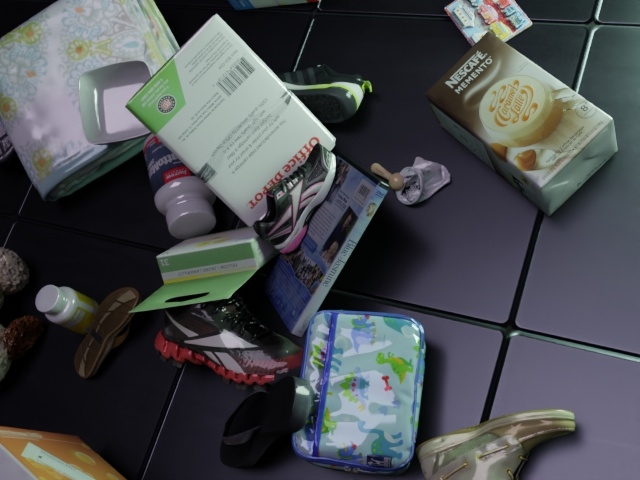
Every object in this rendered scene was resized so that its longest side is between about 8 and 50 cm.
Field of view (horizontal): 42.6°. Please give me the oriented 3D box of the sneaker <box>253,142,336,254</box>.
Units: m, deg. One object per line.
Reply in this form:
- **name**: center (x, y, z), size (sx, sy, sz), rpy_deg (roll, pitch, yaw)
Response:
- **sneaker**: center (-0.041, -0.071, 1.247), size (0.072, 0.077, 0.178), rpy_deg (16, 80, 64)

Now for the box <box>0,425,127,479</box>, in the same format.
- **box**: center (-0.333, 0.420, 1.117), size (0.345, 0.215, 0.168), rpy_deg (29, 86, 28)

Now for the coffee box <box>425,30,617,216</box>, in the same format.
- **coffee box**: center (0.290, -0.174, 1.205), size (0.141, 0.098, 0.246), rpy_deg (-44, 58, 1)

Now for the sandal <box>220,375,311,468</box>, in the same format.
- **sandal**: center (-0.091, 0.247, 1.148), size (0.254, 0.054, 0.097), rpy_deg (-48, 33, 48)

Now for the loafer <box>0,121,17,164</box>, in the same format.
- **loafer**: center (-0.578, -0.277, 1.655), size (0.109, 0.095, 0.303), rpy_deg (37, 83, -2)

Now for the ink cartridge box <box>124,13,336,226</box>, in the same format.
- **ink cartridge box**: center (-0.142, -0.188, 1.308), size (0.198, 0.273, 0.115), rpy_deg (-45, 16, 0)

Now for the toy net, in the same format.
- **toy net**: center (0.086, -0.075, 1.287), size (0.232, 0.045, 0.122), rpy_deg (-8, 65, 21)

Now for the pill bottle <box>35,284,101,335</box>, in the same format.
- **pill bottle**: center (-0.426, 0.116, 1.396), size (0.065, 0.116, 0.065), rpy_deg (-10, 64, 20)

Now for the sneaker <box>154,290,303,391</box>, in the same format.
- **sneaker**: center (-0.136, 0.139, 1.243), size (0.275, 0.097, 0.135), rpy_deg (13, 108, 29)

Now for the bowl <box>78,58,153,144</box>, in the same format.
- **bowl**: center (-0.349, -0.239, 1.451), size (0.142, 0.053, 0.142), rpy_deg (-10, 83, 10)

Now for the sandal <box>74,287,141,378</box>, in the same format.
- **sandal**: center (-0.354, 0.156, 1.392), size (0.072, 0.049, 0.180), rpy_deg (39, 102, 38)

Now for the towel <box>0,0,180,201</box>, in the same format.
- **towel**: center (-0.434, -0.297, 1.545), size (0.374, 0.090, 0.321), rpy_deg (-30, 79, 6)

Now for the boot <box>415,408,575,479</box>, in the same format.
- **boot**: center (0.236, 0.310, 1.033), size (0.213, 0.077, 0.165), rpy_deg (-23, 60, 20)

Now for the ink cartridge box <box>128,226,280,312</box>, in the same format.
- **ink cartridge box**: center (-0.174, 0.037, 1.261), size (0.171, 0.235, 0.056), rpy_deg (-10, 101, 20)

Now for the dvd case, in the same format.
- **dvd case**: center (0.000, 0.000, 1.221), size (0.253, 0.022, 0.180), rpy_deg (-60, 25, 9)

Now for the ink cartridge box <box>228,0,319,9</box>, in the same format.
- **ink cartridge box**: center (-0.064, -0.514, 1.528), size (0.230, 0.078, 0.134), rpy_deg (3, 70, 26)

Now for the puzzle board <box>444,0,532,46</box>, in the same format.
- **puzzle board**: center (0.273, -0.370, 1.351), size (0.096, 0.011, 0.128), rpy_deg (-32, 58, 9)

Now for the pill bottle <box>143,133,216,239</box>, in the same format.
- **pill bottle**: center (-0.237, -0.099, 1.409), size (0.107, 0.108, 0.180), rpy_deg (-26, 60, 12)

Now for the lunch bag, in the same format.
- **lunch bag**: center (0.051, 0.208, 1.131), size (0.175, 0.090, 0.219), rpy_deg (7, 70, 9)

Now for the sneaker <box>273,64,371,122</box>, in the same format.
- **sneaker**: center (-0.021, -0.255, 1.412), size (0.234, 0.084, 0.097), rpy_deg (13, 50, 28)

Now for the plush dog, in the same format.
- **plush dog**: center (-0.627, 0.158, 1.447), size (0.262, 0.210, 0.225), rpy_deg (-37, 81, 5)
